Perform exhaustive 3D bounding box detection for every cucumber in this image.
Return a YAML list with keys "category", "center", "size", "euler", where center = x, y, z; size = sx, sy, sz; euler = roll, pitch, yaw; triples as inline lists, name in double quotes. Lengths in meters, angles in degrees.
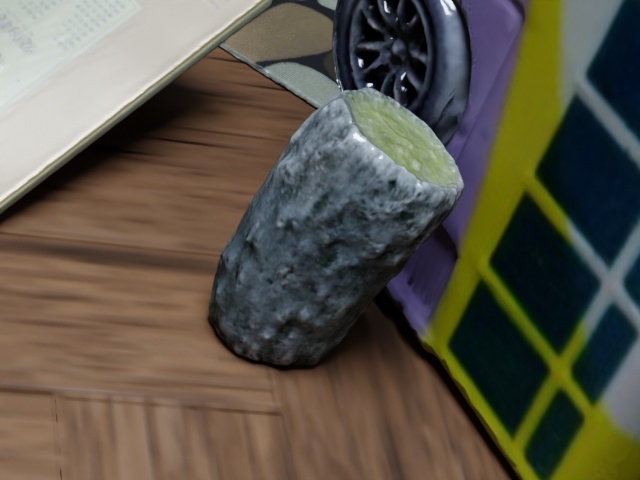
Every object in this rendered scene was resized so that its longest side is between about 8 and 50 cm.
- category: "cucumber"
  center: [0.001, -0.001, 0.652]
  size: [0.064, 0.112, 0.064]
  euler: [26, 33, -18]

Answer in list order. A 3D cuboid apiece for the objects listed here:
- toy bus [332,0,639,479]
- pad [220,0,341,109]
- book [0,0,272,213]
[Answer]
- category: "toy bus"
  center: [0.185, -0.116, 0.603]
  size: [0.209, 0.440, 0.249]
  euler: [-8, 48, -32]
- category: "pad"
  center: [0.041, -0.123, 0.896]
  size: [0.158, 0.003, 0.235]
  euler: [34, 39, 16]
- category: "book"
  center: [-0.119, -0.090, 0.707]
  size: [0.172, 0.012, 0.118]
  euler: [-40, 77, -24]
